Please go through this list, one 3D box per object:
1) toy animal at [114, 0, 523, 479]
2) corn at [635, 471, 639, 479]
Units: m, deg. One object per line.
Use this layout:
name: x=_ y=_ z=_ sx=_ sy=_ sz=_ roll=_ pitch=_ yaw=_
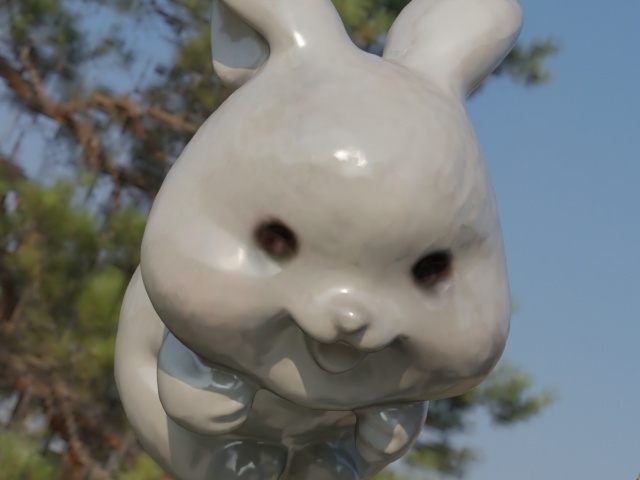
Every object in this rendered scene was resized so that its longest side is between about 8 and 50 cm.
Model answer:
toy animal: x=-0.004 y=-0.002 z=0.643 sx=0.127 sy=0.178 sz=0.193 roll=8 pitch=-43 yaw=-8
corn: x=0.189 y=0.085 z=0.702 sx=0.068 sy=0.068 sz=0.207 roll=25 pitch=-34 yaw=-8
